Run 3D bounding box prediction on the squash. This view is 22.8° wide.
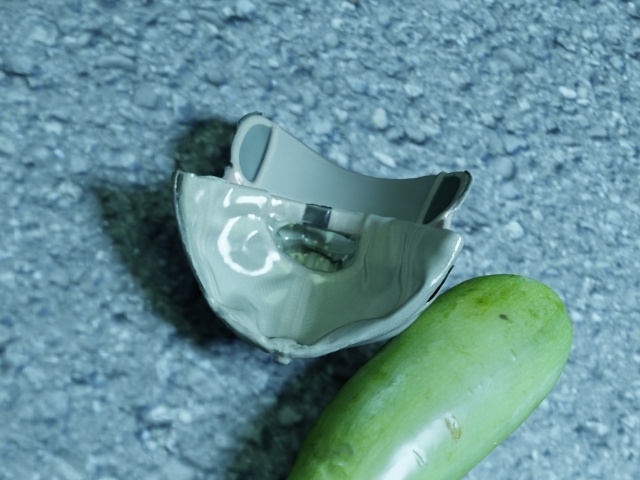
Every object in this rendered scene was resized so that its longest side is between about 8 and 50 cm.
[{"bbox_3d":[0.063,0.135,1.163,0.118,0.118,0.370,49,50,5],"label":"squash"}]

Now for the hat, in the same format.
[{"bbox_3d":[0.000,0.000,1.236,0.219,0.164,0.226,16,7,6],"label":"hat"}]
